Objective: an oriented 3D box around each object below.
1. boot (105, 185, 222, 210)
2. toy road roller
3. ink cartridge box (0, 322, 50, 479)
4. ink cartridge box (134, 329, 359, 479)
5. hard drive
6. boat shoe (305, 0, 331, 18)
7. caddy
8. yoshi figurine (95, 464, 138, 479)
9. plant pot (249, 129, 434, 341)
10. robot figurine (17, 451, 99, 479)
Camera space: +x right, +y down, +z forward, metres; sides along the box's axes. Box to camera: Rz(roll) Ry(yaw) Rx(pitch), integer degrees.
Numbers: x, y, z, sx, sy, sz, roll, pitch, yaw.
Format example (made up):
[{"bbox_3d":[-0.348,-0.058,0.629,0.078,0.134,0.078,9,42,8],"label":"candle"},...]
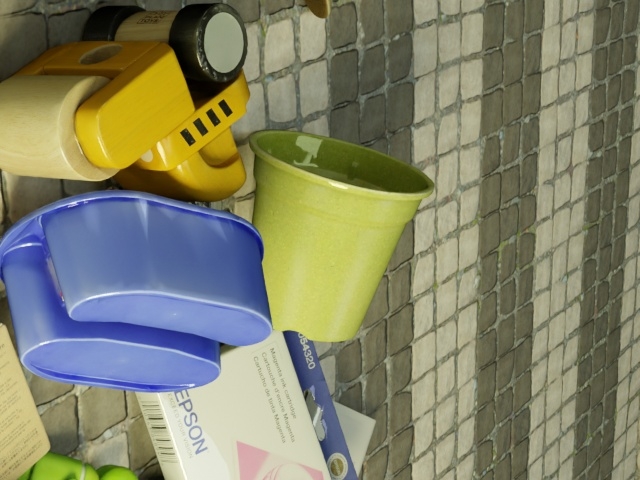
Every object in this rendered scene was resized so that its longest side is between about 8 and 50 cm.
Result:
[{"bbox_3d":[-0.219,0.031,1.749,0.179,0.085,0.236,-6,106,-51],"label":"boot"},{"bbox_3d":[-0.217,-0.128,1.564,0.329,0.203,0.240,-44,128,-41],"label":"toy road roller"},{"bbox_3d":[-0.435,0.223,1.479,0.235,0.088,0.193,-42,131,-40],"label":"ink cartridge box"},{"bbox_3d":[-0.078,0.301,1.915,0.330,0.071,0.324,-25,100,-38],"label":"ink cartridge box"},{"bbox_3d":[-0.009,0.426,2.218,0.203,0.040,0.307,34,73,-55],"label":"hard drive"},{"bbox_3d":[-0.004,-0.395,1.952,0.045,0.050,0.135,-42,133,-34],"label":"boat shoe"},{"bbox_3d":[-0.218,0.050,1.580,0.341,0.241,0.179,13,49,-40],"label":"caddy"},{"bbox_3d":[-0.280,0.480,1.712,0.203,0.204,0.362,44,62,-61],"label":"yoshi figurine"},{"bbox_3d":[0.000,0.000,1.931,0.276,0.276,0.253,-9,120,-55],"label":"plant pot"},{"bbox_3d":[-0.329,0.302,1.651,0.115,0.101,0.067,19,79,-16],"label":"robot figurine"}]
